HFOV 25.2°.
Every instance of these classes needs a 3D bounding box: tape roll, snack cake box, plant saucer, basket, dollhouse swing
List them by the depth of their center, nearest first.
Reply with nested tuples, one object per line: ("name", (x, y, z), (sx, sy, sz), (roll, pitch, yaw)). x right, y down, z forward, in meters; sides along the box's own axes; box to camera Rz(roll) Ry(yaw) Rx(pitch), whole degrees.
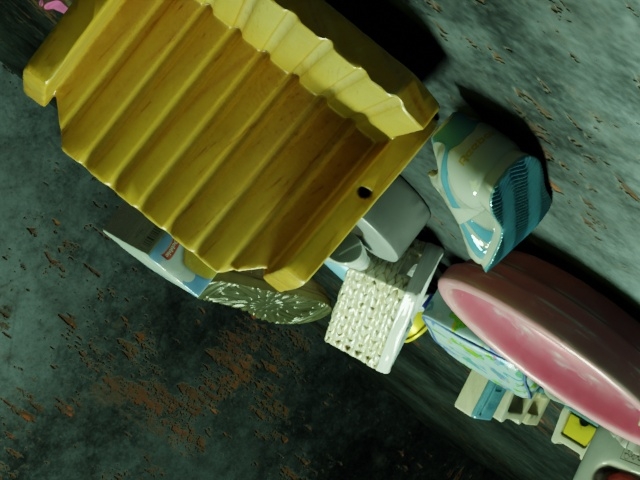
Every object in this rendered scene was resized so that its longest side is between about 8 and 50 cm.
("dollhouse swing", (-0.096, -0.118, 1.342), (0.347, 0.315, 0.305), (39, -168, -7))
("plant saucer", (0.291, 0.117, 1.663), (0.332, 0.084, 0.332), (37, 172, 6))
("snack cake box", (-0.124, -0.076, 1.697), (0.089, 0.264, 0.152), (41, 171, -29))
("tape roll", (0.029, -0.066, 1.792), (0.219, 0.072, 0.219), (36, 172, 6))
("basket", (0.082, 0.076, 1.927), (0.103, 0.113, 0.167), (25, 133, 7))

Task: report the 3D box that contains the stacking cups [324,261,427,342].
("stacking cups", (0.041, 0.028, 2.183), (0.316, 0.096, 0.096), (39, 172, -16))

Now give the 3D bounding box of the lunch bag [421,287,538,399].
("lunch bag", (0.229, 0.129, 1.953), (0.176, 0.090, 0.219), (28, 171, 19))

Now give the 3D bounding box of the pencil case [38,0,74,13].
("pencil case", (-0.238, -0.251, 1.738), (0.209, 0.095, 0.098), (41, 137, -10))

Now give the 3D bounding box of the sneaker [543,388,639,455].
("sneaker", (0.395, 0.213, 1.818), (0.095, 0.090, 0.235), (27, -175, -45))

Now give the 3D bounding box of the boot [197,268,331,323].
("boot", (-0.082, -0.039, 1.918), (0.089, 0.269, 0.236), (-23, 149, 36))

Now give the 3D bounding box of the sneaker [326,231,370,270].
("sneaker", (0.000, 0.000, 1.846), (0.152, 0.053, 0.061), (32, 173, 31))

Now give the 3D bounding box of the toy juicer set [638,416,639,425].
("toy juicer set", (0.442, 0.163, 1.330), (0.209, 0.089, 0.329), (19, 168, 1))

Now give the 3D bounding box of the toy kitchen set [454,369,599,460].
("toy kitchen set", (0.343, 0.246, 2.192), (0.166, 0.122, 0.207), (31, -170, 37))

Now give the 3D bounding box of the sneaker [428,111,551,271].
("sneaker", (0.156, -0.046, 1.350), (0.092, 0.087, 0.228), (42, 167, 22))

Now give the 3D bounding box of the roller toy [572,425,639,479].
("roller toy", (0.455, 0.338, 1.985), (0.191, 0.146, 0.209), (29, 168, -9))

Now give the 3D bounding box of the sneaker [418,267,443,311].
("sneaker", (0.073, 0.004, 2.013), (0.258, 0.094, 0.091), (33, 157, -8))
